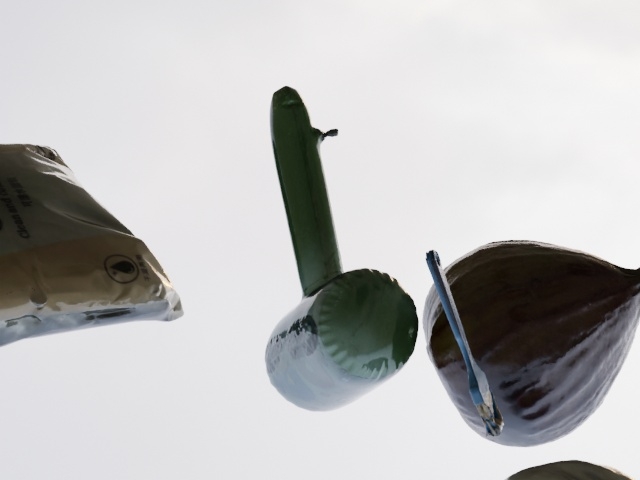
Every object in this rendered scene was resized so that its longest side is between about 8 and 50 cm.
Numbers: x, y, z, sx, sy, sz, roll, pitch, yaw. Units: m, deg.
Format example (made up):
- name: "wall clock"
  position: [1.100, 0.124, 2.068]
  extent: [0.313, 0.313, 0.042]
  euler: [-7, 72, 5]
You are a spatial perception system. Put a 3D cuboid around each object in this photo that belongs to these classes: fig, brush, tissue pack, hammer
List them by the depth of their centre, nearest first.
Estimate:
- name: "brush"
  position: [0.119, 0.084, 1.530]
  extent: [0.014, 0.164, 0.051]
  euler: [-19, -171, 12]
- name: "fig"
  position: [0.258, 0.062, 1.854]
  extent: [0.321, 0.217, 0.217]
  euler: [-32, -158, 2]
- name: "hammer"
  position: [0.000, 0.000, 1.893]
  extent: [0.119, 0.335, 0.206]
  euler: [-5, 166, -24]
- name: "tissue pack"
  position: [-0.396, 0.020, 2.082]
  extent: [0.390, 0.195, 0.375]
  euler: [-6, -150, -29]

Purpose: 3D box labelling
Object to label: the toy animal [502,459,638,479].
- name: "toy animal"
  position: [0.245, 0.328, 1.677]
  extent: [0.265, 0.271, 0.206]
  euler: [47, -160, 20]
